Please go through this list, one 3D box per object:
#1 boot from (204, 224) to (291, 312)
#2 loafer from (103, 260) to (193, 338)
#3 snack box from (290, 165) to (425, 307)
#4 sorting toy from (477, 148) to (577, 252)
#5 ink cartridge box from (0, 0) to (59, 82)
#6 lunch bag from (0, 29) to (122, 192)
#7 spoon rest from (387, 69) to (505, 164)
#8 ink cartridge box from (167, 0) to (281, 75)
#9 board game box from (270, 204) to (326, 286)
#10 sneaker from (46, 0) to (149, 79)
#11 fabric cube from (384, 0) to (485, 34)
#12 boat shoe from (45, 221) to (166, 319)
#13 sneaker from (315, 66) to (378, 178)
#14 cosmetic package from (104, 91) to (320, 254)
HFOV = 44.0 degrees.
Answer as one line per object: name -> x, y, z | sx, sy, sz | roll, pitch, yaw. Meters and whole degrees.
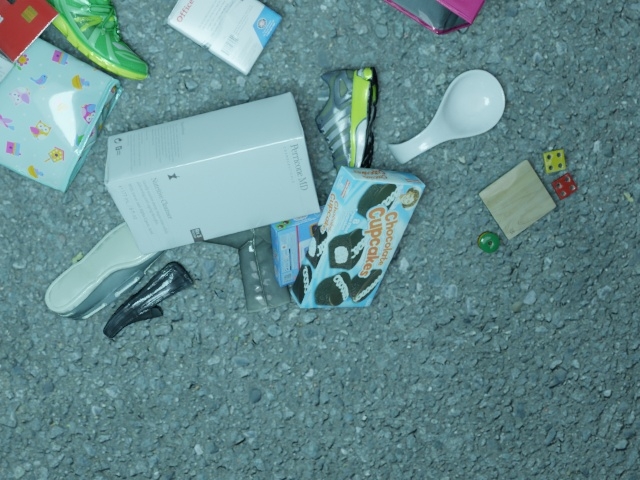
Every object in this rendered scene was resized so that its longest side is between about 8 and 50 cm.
boot -> -0.168, 0.056, 1.736 | 0.190, 0.076, 0.208 | -8, 108, -7
loafer -> -0.374, 0.140, 1.716 | 0.223, 0.076, 0.078 | -42, 96, -2
snack box -> 0.076, 0.000, 1.672 | 0.187, 0.060, 0.322 | 2, 123, -34
sorting toy -> 0.447, -0.100, 1.794 | 0.274, 0.046, 0.132 | -36, 103, 1
ink cartridge box -> -0.671, -0.415, 1.491 | 0.296, 0.066, 0.261 | 42, 94, 23
lunch bag -> -0.550, -0.249, 1.575 | 0.223, 0.160, 0.262 | 27, 91, -13
spoon rest -> 0.279, -0.260, 1.722 | 0.276, 0.084, 0.137 | -36, 104, 1
ink cartridge box -> -0.196, -0.448, 1.620 | 0.191, 0.082, 0.139 | 32, 95, -11
board game box -> 0.000, 0.000, 1.697 | 0.211, 0.039, 0.160 | -18, 134, -18
sneaker -> -0.450, -0.438, 1.574 | 0.123, 0.109, 0.295 | -44, 103, 7
fabric cube -> 0.228, -0.589, 1.559 | 0.254, 0.259, 0.258 | 30, 96, -11
boat shoe -> -0.433, 0.058, 1.700 | 0.319, 0.116, 0.099 | -37, 147, -6
sneaker -> 0.049, -0.226, 1.698 | 0.121, 0.111, 0.300 | 11, 106, 16
cosmetic package -> -0.209, -0.132, 1.590 | 0.385, 0.156, 0.217 | -14, 136, 2
